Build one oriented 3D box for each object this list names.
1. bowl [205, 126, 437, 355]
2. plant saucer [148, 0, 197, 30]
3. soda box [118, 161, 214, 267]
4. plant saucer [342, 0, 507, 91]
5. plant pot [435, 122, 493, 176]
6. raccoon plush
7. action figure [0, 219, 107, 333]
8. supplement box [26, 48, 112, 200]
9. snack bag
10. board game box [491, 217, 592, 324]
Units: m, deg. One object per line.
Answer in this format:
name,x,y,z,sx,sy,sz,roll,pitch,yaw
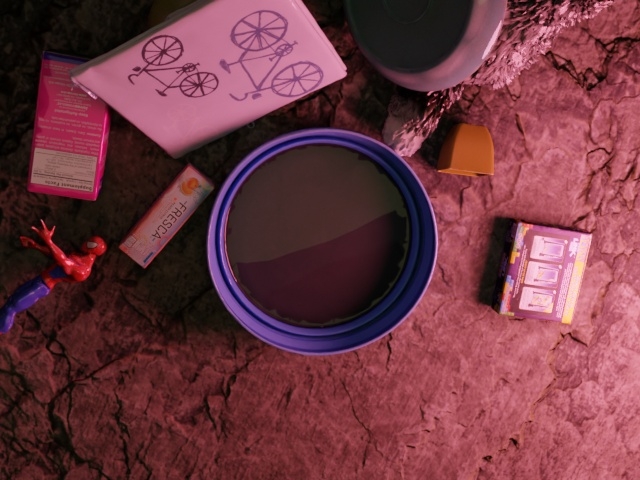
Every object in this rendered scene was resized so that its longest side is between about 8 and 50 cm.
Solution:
bowl,0.000,0.000,1.681,0.391,0.077,0.391,-1,102,-7
plant saucer,-0.149,-0.316,1.542,0.241,0.037,0.241,-2,142,-2
soda box,-0.256,-0.043,1.647,0.058,0.063,0.183,41,95,-13
plant saucer,0.142,-0.384,1.516,0.044,0.318,0.317,-20,108,-43
plant pot,0.249,-0.155,1.679,0.081,0.081,0.083,7,89,-8
raccoon plush,0.288,-0.299,1.537,0.216,0.299,0.446,22,99,-11
action figure,-0.489,0.052,1.624,0.280,0.091,0.139,-31,113,1
supplement box,-0.394,-0.185,1.576,0.114,0.111,0.220,10,101,-9
snack bag,-0.159,-0.256,1.502,0.343,0.323,0.037,-26,65,12
board game box,0.391,0.054,1.754,0.141,0.048,0.170,9,100,-11
